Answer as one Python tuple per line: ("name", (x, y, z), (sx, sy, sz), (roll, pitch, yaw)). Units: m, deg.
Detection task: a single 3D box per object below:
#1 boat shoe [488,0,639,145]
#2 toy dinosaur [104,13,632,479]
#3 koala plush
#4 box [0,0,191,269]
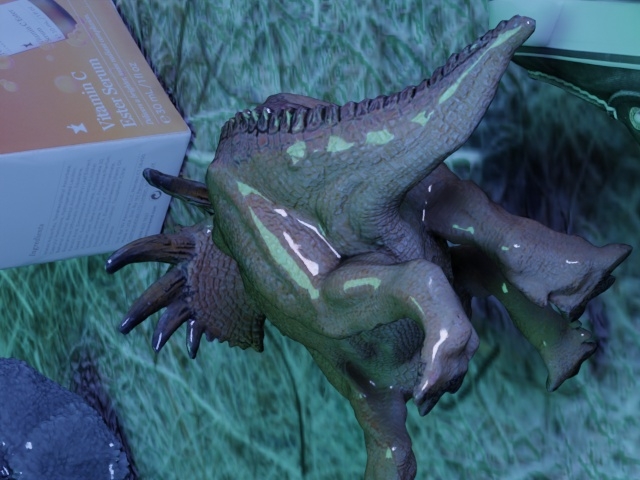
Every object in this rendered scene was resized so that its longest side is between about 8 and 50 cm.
("boat shoe", (0.133, -0.046, 0.633), (0.219, 0.077, 0.070), (19, 113, 54))
("toy dinosaur", (0.000, 0.000, 0.752), (0.200, 0.127, 0.296), (42, 157, 21))
("koala plush", (-0.225, 0.198, 1.197), (0.221, 0.196, 0.203), (132, 134, -53))
("box", (-0.180, -0.060, 1.052), (0.130, 0.170, 0.091), (57, 141, 33))
